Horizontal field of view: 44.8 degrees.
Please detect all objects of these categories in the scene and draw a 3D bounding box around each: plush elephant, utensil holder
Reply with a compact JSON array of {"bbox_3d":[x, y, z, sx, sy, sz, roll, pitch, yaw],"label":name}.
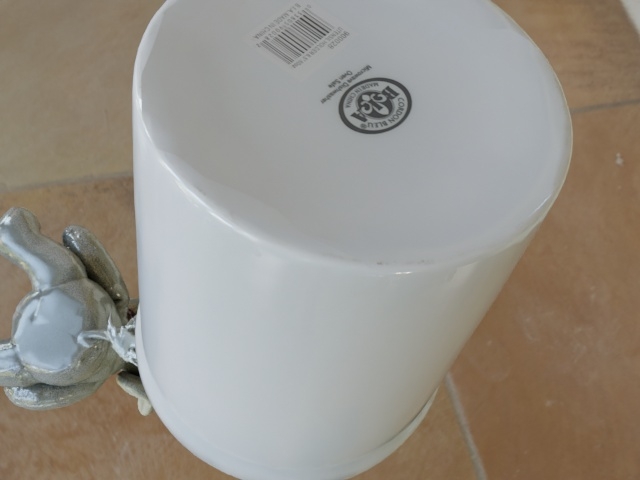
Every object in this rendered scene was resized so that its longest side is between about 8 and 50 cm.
[{"bbox_3d":[-0.329,0.126,1.153,0.330,0.255,0.271,13,82,18],"label":"plush elephant"},{"bbox_3d":[0.000,0.000,0.677,0.328,0.385,0.327,5,56,-8],"label":"utensil holder"}]
